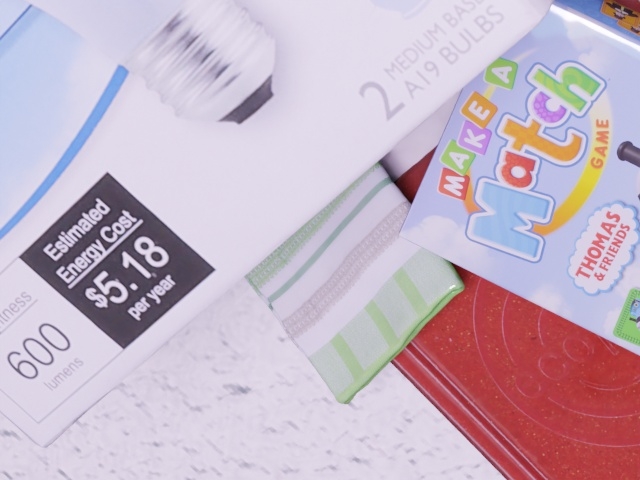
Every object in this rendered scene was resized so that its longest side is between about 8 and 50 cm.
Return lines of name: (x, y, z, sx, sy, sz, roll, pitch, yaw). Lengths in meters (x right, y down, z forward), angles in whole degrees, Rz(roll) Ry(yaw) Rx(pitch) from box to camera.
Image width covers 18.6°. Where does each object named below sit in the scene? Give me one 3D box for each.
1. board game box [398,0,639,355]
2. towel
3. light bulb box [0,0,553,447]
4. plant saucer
board game box: (0.162, -0.023, 0.961, 0.211, 0.039, 0.160, 27, 125, 7)
towel: (0.000, 0.000, 1.065, 0.152, 0.023, 0.113, 54, 124, 20)
light bulb box: (-0.121, -0.166, 0.899, 0.361, 0.225, 0.358, 43, 122, -10)
plant saucer: (0.154, 0.042, 1.051, 0.259, 0.048, 0.258, 46, 122, -5)
